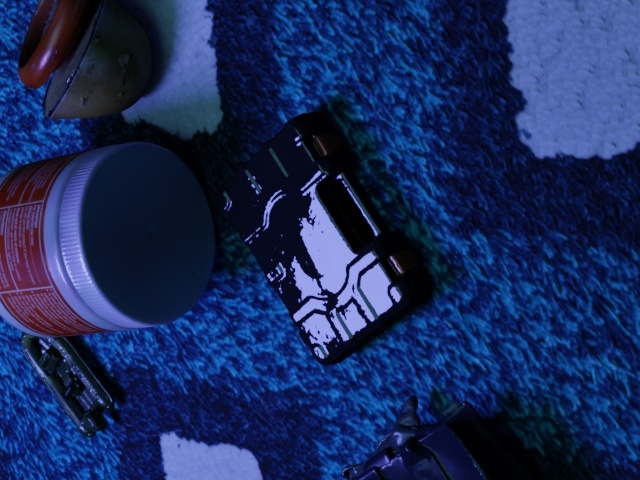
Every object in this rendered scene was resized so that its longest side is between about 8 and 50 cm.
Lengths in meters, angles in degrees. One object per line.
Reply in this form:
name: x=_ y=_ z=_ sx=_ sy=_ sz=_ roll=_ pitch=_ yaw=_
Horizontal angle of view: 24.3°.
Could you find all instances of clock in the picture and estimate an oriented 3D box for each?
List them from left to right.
clock: x=-0.360 y=-0.304 z=2.056 sx=0.205 sy=0.051 sz=0.205 roll=-50 pitch=28 yaw=39

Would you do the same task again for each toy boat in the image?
toy boat: x=-0.394 y=0.211 z=2.310 sx=0.210 sy=0.052 sz=0.104 roll=50 pitch=131 yaw=15

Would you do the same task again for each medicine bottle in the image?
medicine bottle: x=-0.313 y=0.003 z=2.046 sx=0.241 sy=0.252 sz=0.252 roll=-7 pitch=99 yaw=41

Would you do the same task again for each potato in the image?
potato: x=-0.297 y=-0.231 z=2.053 sx=0.202 sy=0.117 sz=0.182 roll=-48 pitch=27 yaw=43

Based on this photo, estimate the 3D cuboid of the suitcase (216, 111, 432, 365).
suitcase: x=0.000 y=0.000 z=1.913 sx=0.206 sy=0.066 sz=0.285 roll=-40 pitch=78 yaw=40

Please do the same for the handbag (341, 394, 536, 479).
handbag: x=0.133 y=0.351 z=1.883 sx=0.269 sy=0.118 sz=0.326 roll=53 pitch=129 yaw=5
